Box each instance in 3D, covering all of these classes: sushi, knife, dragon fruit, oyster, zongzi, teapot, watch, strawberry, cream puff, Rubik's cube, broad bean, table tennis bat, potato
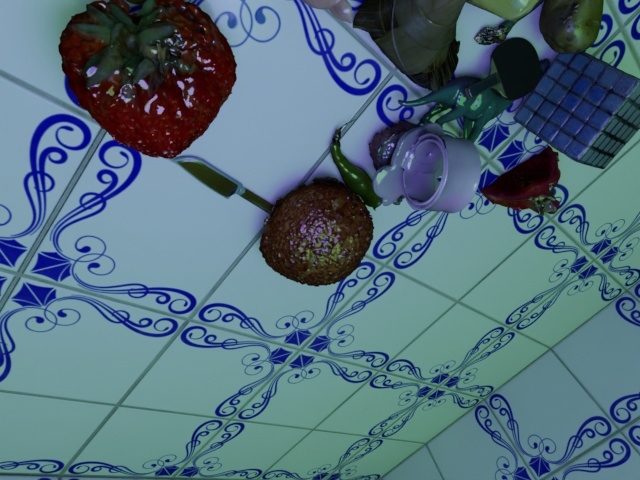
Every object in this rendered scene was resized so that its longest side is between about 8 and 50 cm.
[{"bbox_3d":[0.234,-0.224,1.253,0.161,0.107,0.241,-26,129,3],"label":"sushi"},{"bbox_3d":[-0.241,-0.135,1.190,0.061,0.027,0.343,-41,132,20],"label":"knife"},{"bbox_3d":[0.693,-0.155,1.452,0.262,0.211,0.134,-31,127,13],"label":"dragon fruit"},{"bbox_3d":[0.436,-0.519,1.130,0.083,0.019,0.054,3,155,8],"label":"oyster"},{"bbox_3d":[0.264,-0.434,0.949,0.289,0.317,0.154,27,95,-38],"label":"zongzi"},{"bbox_3d":[0.503,-0.572,1.113,0.043,0.043,0.110,29,116,-38],"label":"teapot"},{"bbox_3d":[0.270,-0.154,1.114,0.210,0.217,0.248,5,121,-23],"label":"watch"},{"bbox_3d":[-0.315,-0.292,0.884,0.312,0.267,0.351,-17,158,-16],"label":"strawberry"},{"bbox_3d":[0.003,0.002,1.268,0.350,0.229,0.350,-16,140,-14],"label":"cream puff"},{"bbox_3d":[0.739,-0.362,1.230,0.238,0.237,0.237,0,129,-43],"label":"Rubik's cube"},{"bbox_3d":[0.106,-0.191,1.262,0.098,0.056,0.318,-18,135,13],"label":"broad bean"},{"bbox_3d":[0.482,-0.435,1.161,0.274,0.021,0.154,-31,104,-20],"label":"table tennis bat"},{"bbox_3d":[0.621,-0.564,1.086,0.137,0.154,0.200,-5,104,-2],"label":"potato"}]

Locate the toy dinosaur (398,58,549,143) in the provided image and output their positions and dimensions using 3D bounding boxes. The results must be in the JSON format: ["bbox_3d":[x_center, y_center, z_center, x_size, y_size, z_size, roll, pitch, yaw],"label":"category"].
[{"bbox_3d":[0.429,-0.424,1.189,0.383,0.129,0.331,22,107,-34],"label":"toy dinosaur"}]

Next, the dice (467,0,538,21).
[{"bbox_3d":[0.386,-0.593,0.956,0.166,0.169,0.169,6,126,-28],"label":"dice"}]

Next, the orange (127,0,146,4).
[{"bbox_3d":[-0.343,-0.482,0.805,0.085,0.085,0.095,-25,140,-1],"label":"orange"}]

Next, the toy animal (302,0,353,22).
[{"bbox_3d":[0.022,-0.568,0.833,0.166,0.154,0.250,27,126,11],"label":"toy animal"}]
